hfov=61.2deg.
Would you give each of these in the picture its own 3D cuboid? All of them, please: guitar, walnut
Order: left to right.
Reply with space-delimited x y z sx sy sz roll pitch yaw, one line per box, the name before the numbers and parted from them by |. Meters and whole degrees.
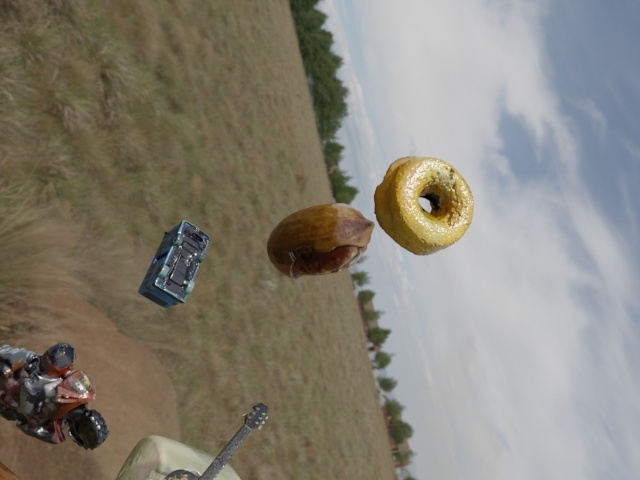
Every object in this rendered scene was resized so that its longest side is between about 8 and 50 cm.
guitar | -0.123 0.254 0.565 0.233 0.088 0.025 -45 167 -48
walnut | 0.000 0.000 0.875 0.116 0.207 0.115 32 50 -46

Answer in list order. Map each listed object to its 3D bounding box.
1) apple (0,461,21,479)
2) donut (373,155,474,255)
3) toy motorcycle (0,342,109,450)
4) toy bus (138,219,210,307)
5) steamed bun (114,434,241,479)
apple | -0.249 0.219 0.257 0.257 0.234 0.256 20 90 -81
donut | 0.250 -0.086 1.300 0.118 0.254 0.253 162 -86 -68
toy motorcycle | -0.605 0.287 1.101 0.134 0.402 0.206 -32 129 -65
toy bus | -0.337 0.055 1.250 0.090 0.106 0.184 38 48 -29
steamed bun | -0.232 0.432 0.876 0.225 0.171 0.199 41 40 -37
